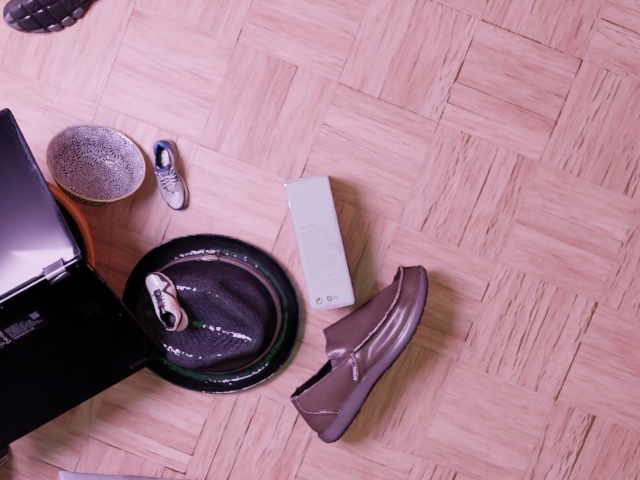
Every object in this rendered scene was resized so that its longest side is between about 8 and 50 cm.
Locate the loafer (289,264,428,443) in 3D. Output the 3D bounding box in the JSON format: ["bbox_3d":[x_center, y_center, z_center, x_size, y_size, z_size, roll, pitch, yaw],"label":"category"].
[{"bbox_3d":[0.065,0.188,1.221,0.130,0.134,0.366,32,94,-1],"label":"loafer"}]

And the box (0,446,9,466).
[{"bbox_3d":[-0.869,0.404,1.090,0.480,0.472,0.297,-26,93,2],"label":"box"}]

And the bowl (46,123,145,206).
[{"bbox_3d":[-0.408,-0.120,1.226,0.170,0.080,0.170,15,53,-21],"label":"bowl"}]

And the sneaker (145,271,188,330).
[{"bbox_3d":[-0.255,0.100,1.119,0.040,0.044,0.109,-32,86,11],"label":"sneaker"}]

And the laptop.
[{"bbox_3d":[-0.528,0.089,1.070,0.382,0.236,0.408,-29,133,-4],"label":"laptop"}]

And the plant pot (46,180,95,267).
[{"bbox_3d":[-0.526,0.018,1.171,0.291,0.203,0.290,-2,100,-11],"label":"plant pot"}]

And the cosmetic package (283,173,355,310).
[{"bbox_3d":[0.000,0.000,1.221,0.086,0.117,0.231,-11,95,1],"label":"cosmetic package"}]

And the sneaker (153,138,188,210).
[{"bbox_3d":[-0.282,-0.119,1.248,0.052,0.058,0.135,-15,94,2],"label":"sneaker"}]

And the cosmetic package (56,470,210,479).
[{"bbox_3d":[-0.367,0.614,1.221,0.284,0.097,0.377,14,95,-31],"label":"cosmetic package"}]

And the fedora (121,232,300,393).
[{"bbox_3d":[-0.205,0.142,1.216,0.334,0.152,0.334,0,94,2],"label":"fedora"}]

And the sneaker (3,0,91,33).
[{"bbox_3d":[-0.452,-0.468,1.224,0.267,0.101,0.106,-29,73,2],"label":"sneaker"}]
